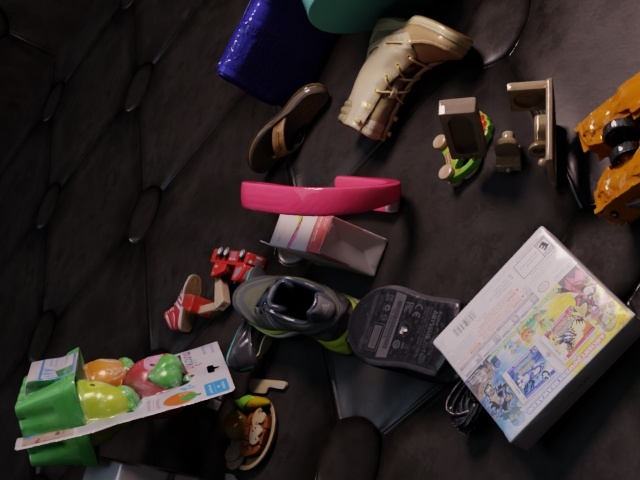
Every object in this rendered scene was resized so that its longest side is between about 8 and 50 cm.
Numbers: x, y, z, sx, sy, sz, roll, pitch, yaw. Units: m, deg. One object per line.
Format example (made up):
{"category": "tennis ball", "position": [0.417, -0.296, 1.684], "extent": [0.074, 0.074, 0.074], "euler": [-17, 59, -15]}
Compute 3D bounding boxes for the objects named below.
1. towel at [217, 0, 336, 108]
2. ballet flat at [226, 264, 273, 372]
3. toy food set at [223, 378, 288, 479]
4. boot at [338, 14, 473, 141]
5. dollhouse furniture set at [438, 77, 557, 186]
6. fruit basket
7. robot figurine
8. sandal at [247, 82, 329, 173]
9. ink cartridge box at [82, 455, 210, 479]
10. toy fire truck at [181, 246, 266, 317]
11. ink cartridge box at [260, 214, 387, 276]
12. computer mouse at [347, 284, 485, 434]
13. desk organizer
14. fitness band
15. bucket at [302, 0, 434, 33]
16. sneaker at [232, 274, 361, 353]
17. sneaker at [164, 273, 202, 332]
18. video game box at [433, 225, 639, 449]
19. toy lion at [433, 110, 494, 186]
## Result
{"category": "towel", "position": [-0.061, -0.408, 1.966], "extent": [0.076, 0.228, 0.308], "euler": [28, 93, 37]}
{"category": "ballet flat", "position": [-0.104, 0.135, 1.826], "extent": [0.074, 0.074, 0.203], "euler": [-23, 45, 48]}
{"category": "toy food set", "position": [-0.121, 0.317, 1.743], "extent": [0.132, 0.039, 0.192], "euler": [-10, 61, 53]}
{"category": "boot", "position": [0.128, -0.256, 1.705], "extent": [0.262, 0.095, 0.203], "euler": [24, 89, 60]}
{"category": "dollhouse furniture set", "position": [0.237, -0.118, 1.403], "extent": [0.151, 0.144, 0.123], "euler": [-3, 62, 16]}
{"category": "fruit basket", "position": [-0.334, 0.247, 1.796], "extent": [0.353, 0.165, 0.327], "euler": [-21, 11, -6]}
{"category": "robot figurine", "position": [0.426, -0.148, 1.197], "extent": [0.291, 0.085, 0.211], "euler": [-38, 41, 39]}
{"category": "sandal", "position": [-0.057, -0.200, 1.979], "extent": [0.219, 0.090, 0.060], "euler": [-43, 59, 21]}
{"category": "ink cartridge box", "position": [-0.287, 0.421, 1.774], "extent": [0.140, 0.191, 0.082], "euler": [-4, 69, 55]}
{"category": "toy fire truck", "position": [-0.182, 0.083, 1.987], "extent": [0.192, 0.047, 0.135], "euler": [5, 74, 56]}
{"category": "ink cartridge box", "position": [0.000, 0.000, 1.703], "extent": [0.198, 0.115, 0.067], "euler": [10, 79, 57]}
{"category": "computer mouse", "position": [0.151, 0.143, 1.436], "extent": [0.272, 0.072, 0.188], "euler": [16, 80, 46]}
{"category": "desk organizer", "position": [-0.217, 0.311, 1.885], "extent": [0.050, 0.047, 0.130], "euler": [22, 88, 61]}
{"category": "fitness band", "position": [-0.002, -0.069, 1.666], "extent": [0.291, 0.209, 0.054], "euler": [8, 101, 56]}
{"category": "bucket", "position": [0.073, -0.479, 1.757], "extent": [0.281, 0.281, 0.183], "euler": [-27, 71, 46]}
{"category": "sneaker", "position": [-0.050, 0.095, 1.682], "extent": [0.300, 0.121, 0.111], "euler": [5, 68, 48]}
{"category": "sneaker", "position": [-0.274, 0.126, 2.100], "extent": [0.067, 0.042, 0.118], "euler": [-10, 63, 50]}
{"category": "video game box", "position": [0.257, 0.113, 1.265], "extent": [0.205, 0.048, 0.187], "euler": [-49, 40, 12]}
{"category": "toy lion", "position": [0.216, -0.141, 1.562], "extent": [0.096, 0.034, 0.100], "euler": [-33, 44, 31]}
